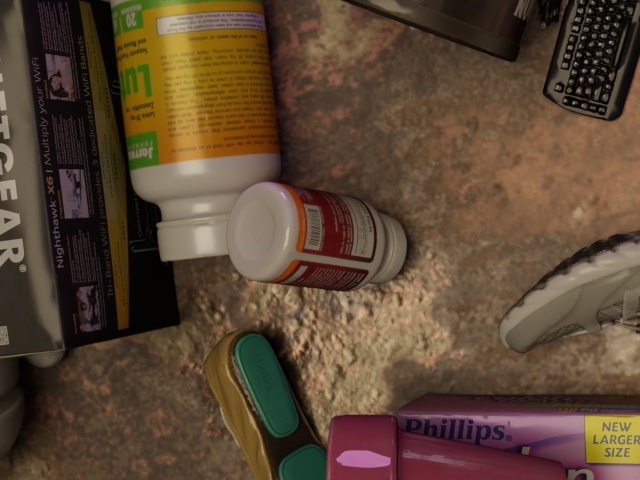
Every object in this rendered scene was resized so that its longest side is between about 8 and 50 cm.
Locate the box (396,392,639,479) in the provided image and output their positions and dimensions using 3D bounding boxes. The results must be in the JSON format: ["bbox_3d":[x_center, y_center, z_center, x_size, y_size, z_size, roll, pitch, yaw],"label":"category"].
[{"bbox_3d":[0.184,0.256,1.294,0.213,0.117,0.243,-1,91,18],"label":"box"}]

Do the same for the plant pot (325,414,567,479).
[{"bbox_3d":[0.097,0.234,1.170,0.180,0.201,0.201,-1,92,3],"label":"plant pot"}]

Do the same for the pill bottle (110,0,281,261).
[{"bbox_3d":[-0.108,-0.108,1.364,0.136,0.136,0.246,-7,90,18],"label":"pill bottle"}]

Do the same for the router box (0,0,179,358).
[{"bbox_3d":[-0.223,-0.061,1.349,0.081,0.243,0.309,-7,89,18],"label":"router box"}]

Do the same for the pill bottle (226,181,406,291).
[{"bbox_3d":[0.000,0.000,1.319,0.086,0.152,0.086,-10,76,45],"label":"pill bottle"}]

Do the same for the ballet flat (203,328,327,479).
[{"bbox_3d":[-0.040,0.194,1.398,0.073,0.080,0.232,-30,79,45],"label":"ballet flat"}]

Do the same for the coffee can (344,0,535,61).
[{"bbox_3d":[0.115,-0.310,1.250,0.201,0.201,0.275,23,99,16],"label":"coffee can"}]

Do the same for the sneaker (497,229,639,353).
[{"bbox_3d":[0.281,0.046,1.262,0.281,0.105,0.115,-24,92,21],"label":"sneaker"}]

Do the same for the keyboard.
[{"bbox_3d":[0.233,-0.205,1.303,0.100,0.038,0.192,16,96,17],"label":"keyboard"}]

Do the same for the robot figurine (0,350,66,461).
[{"bbox_3d":[-0.387,0.090,1.413,0.300,0.200,0.354,-12,104,-20],"label":"robot figurine"}]
